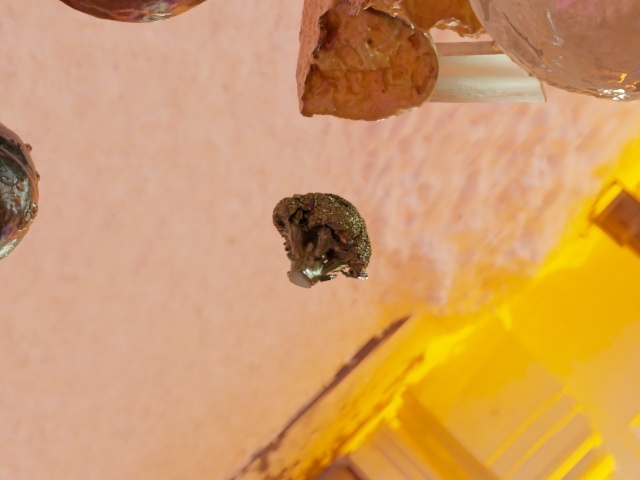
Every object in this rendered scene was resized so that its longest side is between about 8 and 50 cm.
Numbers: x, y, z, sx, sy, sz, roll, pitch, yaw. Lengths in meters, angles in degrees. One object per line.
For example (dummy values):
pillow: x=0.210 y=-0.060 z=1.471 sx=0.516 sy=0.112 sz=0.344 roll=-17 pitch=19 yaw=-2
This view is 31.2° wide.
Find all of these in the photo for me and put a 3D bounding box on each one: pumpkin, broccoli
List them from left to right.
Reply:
pumpkin: x=-0.367 y=-0.052 z=1.106 sx=0.190 sy=0.190 sz=0.146 roll=-22 pitch=152 yaw=-53
broccoli: x=0.000 y=0.000 z=1.371 sx=0.131 sy=0.130 sz=0.120 roll=98 pitch=18 yaw=-58

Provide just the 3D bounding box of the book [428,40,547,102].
book: x=0.213 y=-0.258 z=1.786 sx=0.374 sy=0.263 sz=0.028 roll=14 pitch=76 yaw=-76

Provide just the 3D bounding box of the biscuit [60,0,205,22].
biscuit: x=-0.273 y=-0.344 z=1.150 sx=0.314 sy=0.367 sz=0.063 roll=-47 pitch=173 yaw=-44

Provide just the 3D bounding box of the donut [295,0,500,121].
donut: x=0.095 y=-0.342 z=1.272 sx=0.435 sy=0.164 sz=0.377 roll=153 pitch=-58 yaw=-75

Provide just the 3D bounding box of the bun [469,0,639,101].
bun: x=0.213 y=-0.290 z=0.857 sx=0.365 sy=0.219 sz=0.365 roll=16 pitch=90 yaw=-74
